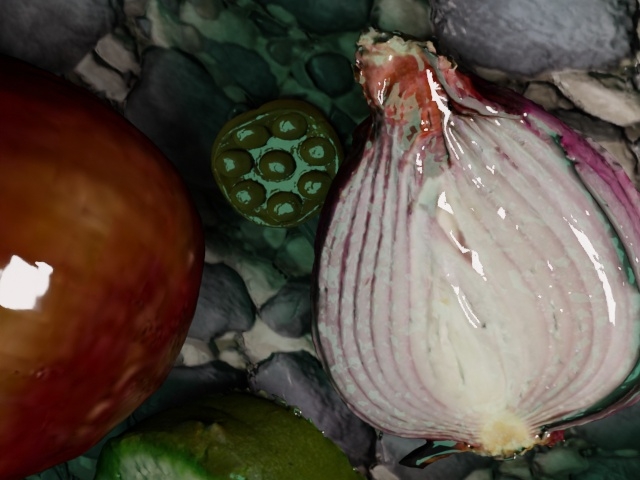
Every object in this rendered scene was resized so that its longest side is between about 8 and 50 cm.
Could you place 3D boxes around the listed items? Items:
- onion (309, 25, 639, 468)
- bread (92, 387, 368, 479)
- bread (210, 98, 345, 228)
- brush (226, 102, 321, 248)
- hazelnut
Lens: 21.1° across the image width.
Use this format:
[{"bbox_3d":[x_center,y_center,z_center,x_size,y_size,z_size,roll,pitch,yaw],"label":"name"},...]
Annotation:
[{"bbox_3d":[0.116,-0.021,1.260,0.267,0.159,0.349,-7,114,16],"label":"onion"},{"bbox_3d":[-0.049,0.316,1.544,0.382,0.129,0.366,-1,112,39],"label":"bread"},{"bbox_3d":[-0.034,-0.061,1.366,0.110,0.024,0.110,3,113,7],"label":"bread"},{"bbox_3d":[0.000,0.000,1.410,0.062,0.027,0.266,-27,110,24],"label":"brush"},{"bbox_3d":[-0.296,0.035,1.379,0.421,0.353,0.421,-3,126,-4],"label":"hazelnut"}]
